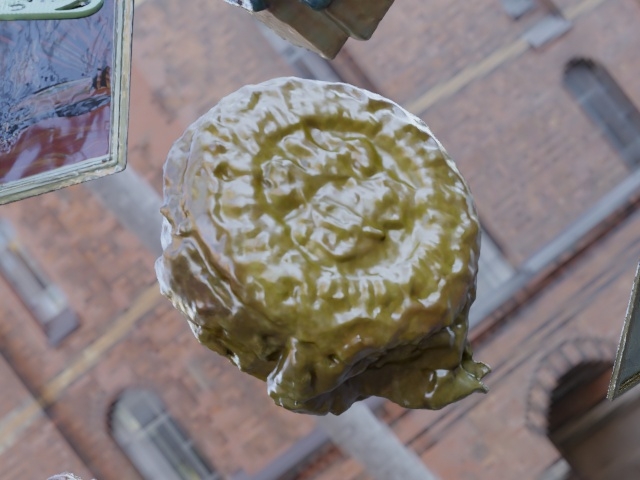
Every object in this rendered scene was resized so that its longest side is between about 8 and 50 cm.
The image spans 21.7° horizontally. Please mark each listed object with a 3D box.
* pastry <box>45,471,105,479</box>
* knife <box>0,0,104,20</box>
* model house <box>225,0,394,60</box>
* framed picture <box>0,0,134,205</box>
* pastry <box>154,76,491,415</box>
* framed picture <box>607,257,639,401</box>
[{"bbox_3d":[-0.242,0.382,1.462,0.405,0.337,0.292,-26,19,34],"label":"pastry"},{"bbox_3d":[-0.359,-0.227,1.635,0.293,0.020,0.043,-1,38,3],"label":"knife"},{"bbox_3d":[-0.068,-0.371,1.735,0.245,0.280,0.312,-55,36,-1],"label":"model house"},{"bbox_3d":[-0.284,-0.171,1.714,0.216,0.273,0.016,-14,-27,25],"label":"framed picture"},{"bbox_3d":[0.000,0.000,1.177,0.240,0.235,0.132,-3,-36,-18],"label":"pastry"},{"bbox_3d":[0.355,0.064,1.693,0.136,0.010,0.201,-27,-40,-29],"label":"framed picture"}]
